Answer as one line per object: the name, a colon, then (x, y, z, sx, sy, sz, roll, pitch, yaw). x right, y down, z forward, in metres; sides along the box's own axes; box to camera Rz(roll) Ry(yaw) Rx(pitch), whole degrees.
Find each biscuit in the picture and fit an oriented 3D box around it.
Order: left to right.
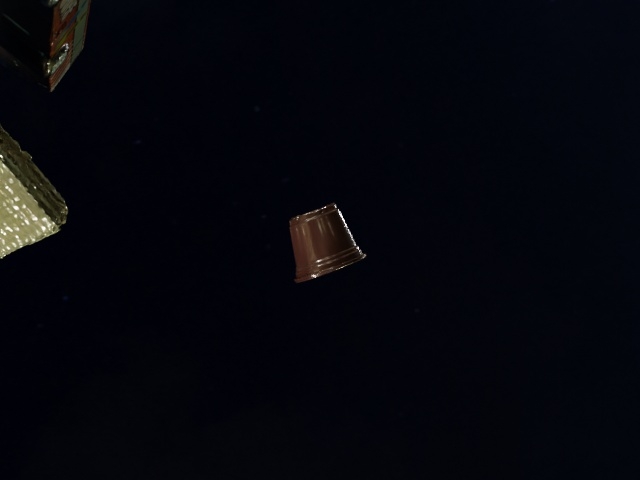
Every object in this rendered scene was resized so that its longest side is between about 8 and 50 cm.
biscuit: (-0.359, -0.027, 0.977, 0.147, 0.250, 0.046, 52, -149, -24)

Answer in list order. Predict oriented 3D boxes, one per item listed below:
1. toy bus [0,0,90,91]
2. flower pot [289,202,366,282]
toy bus: (-0.276, -0.243, 1.038, 0.093, 0.409, 0.092, 36, -105, -8)
flower pot: (0.000, 0.000, 1.507, 0.111, 0.111, 0.089, -22, -88, -46)
